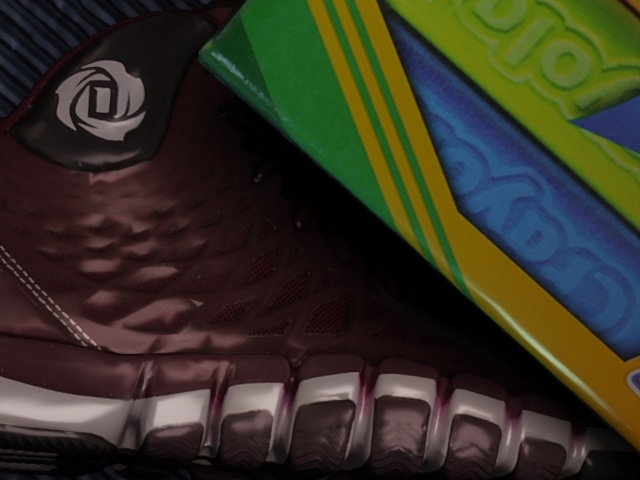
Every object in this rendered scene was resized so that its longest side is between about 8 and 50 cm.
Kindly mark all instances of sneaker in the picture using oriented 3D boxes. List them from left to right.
[{"bbox_3d":[0.000,0.000,0.471,0.281,0.106,0.162,8,73,-17],"label":"sneaker"}]

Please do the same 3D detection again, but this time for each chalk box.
[{"bbox_3d":[0.144,-0.036,0.434,0.289,0.180,0.179,41,110,-1],"label":"chalk box"}]
